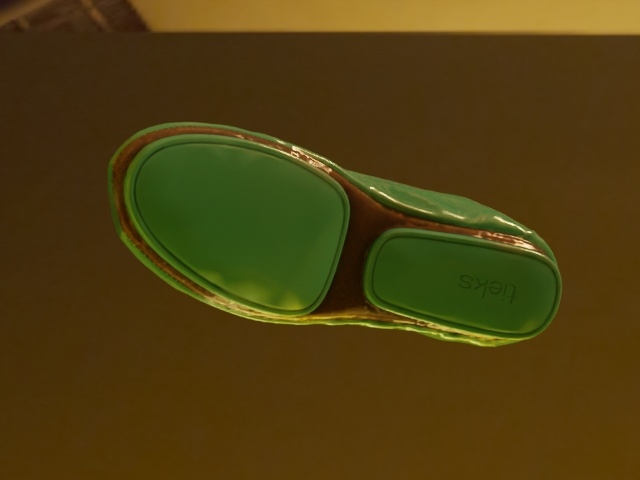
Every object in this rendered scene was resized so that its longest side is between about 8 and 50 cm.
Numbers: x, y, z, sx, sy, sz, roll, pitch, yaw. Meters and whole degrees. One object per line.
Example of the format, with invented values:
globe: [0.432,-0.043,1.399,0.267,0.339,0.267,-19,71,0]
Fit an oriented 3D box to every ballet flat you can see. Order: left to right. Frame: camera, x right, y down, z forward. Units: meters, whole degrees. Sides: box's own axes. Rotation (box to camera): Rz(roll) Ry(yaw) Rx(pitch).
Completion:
ballet flat: [0.000,0.000,0.690,0.247,0.087,0.083,15,-86,-28]
